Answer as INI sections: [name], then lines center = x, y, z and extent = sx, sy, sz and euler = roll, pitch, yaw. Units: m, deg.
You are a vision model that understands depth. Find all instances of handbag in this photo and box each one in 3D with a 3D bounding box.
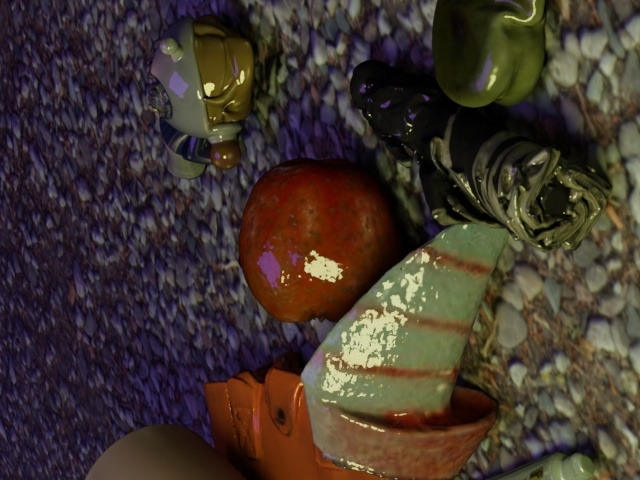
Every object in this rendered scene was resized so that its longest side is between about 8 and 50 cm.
[handbag]
center = 0.008, 0.282, 1.780
extent = 0.410, 0.116, 0.303
euler = -10, 93, 61

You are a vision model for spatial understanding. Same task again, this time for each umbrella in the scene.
[umbrella]
center = 0.124, -0.081, 1.433
extent = 0.357, 0.113, 0.106
euler = 40, 108, 54

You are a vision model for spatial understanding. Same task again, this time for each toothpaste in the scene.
[toothpaste]
center = 0.198, 0.247, 1.512
extent = 0.067, 0.037, 0.255
euler = 63, 152, 11

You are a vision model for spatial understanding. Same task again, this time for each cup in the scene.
[cup]
center = -0.154, 0.368, 1.798
extent = 0.200, 0.191, 0.253
euler = 30, 126, 52

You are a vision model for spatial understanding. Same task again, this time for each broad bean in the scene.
[broad bean]
center = 0.151, -0.221, 1.373
extent = 0.153, 0.072, 0.207
euler = 13, 102, 56

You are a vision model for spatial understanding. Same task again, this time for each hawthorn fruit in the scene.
[hawthorn fruit]
center = 0.000, 0.000, 1.621
extent = 0.189, 0.189, 0.189
euler = 33, 130, 51

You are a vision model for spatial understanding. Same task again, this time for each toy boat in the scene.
[toy boat]
center = 0.098, 0.093, 1.494
extent = 0.096, 0.206, 0.282
euler = -103, 28, -63

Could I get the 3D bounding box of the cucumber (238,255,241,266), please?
[cucumber]
center = -0.040, 0.005, 1.822
extent = 0.070, 0.046, 0.220
euler = 62, 149, 9

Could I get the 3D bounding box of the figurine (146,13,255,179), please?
[figurine]
center = -0.153, -0.176, 1.863
extent = 0.274, 0.133, 0.194
euler = 175, 94, -74
